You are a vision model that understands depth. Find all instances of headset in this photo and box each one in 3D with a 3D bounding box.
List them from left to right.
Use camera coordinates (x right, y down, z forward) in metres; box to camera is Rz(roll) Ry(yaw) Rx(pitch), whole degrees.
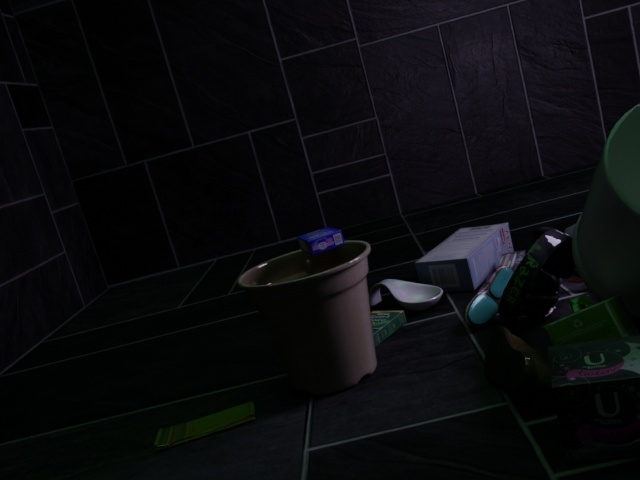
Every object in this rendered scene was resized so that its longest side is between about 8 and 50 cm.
[{"bbox_3d":[0.575,0.095,1.623,0.185,0.243,0.394,33,22,26],"label":"headset"}]

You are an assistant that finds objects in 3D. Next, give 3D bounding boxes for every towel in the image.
[{"bbox_3d":[-0.270,0.432,1.550,0.237,0.021,0.102,-16,12,-6],"label":"towel"}]

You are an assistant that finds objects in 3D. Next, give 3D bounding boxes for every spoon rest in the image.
[{"bbox_3d":[0.251,0.164,2.018,0.137,0.084,0.276,-24,13,-38],"label":"spoon rest"}]

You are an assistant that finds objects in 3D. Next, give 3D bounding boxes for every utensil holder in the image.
[{"bbox_3d":[0.696,-0.057,1.308,0.328,0.327,0.385,-14,-27,6],"label":"utensil holder"}]

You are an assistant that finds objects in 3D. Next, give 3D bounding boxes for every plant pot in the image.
[{"bbox_3d":[-0.003,0.195,1.622,0.334,0.305,0.334,-14,11,3],"label":"plant pot"}]

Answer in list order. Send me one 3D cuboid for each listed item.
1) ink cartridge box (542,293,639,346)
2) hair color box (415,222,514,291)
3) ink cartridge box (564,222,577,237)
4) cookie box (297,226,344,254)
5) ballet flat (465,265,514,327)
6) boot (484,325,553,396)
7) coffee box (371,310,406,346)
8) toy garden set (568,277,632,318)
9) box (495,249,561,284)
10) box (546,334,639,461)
[{"bbox_3d":[0.584,0.149,1.264,0.255,0.097,0.189,-32,-16,26],"label":"ink cartridge box"},{"bbox_3d":[0.484,0.054,2.176,0.185,0.113,0.374,-7,14,37],"label":"hair color box"},{"bbox_3d":[0.890,-0.038,1.917,0.273,0.114,0.198,-17,-10,-6],"label":"ink cartridge box"},{"bbox_3d":[0.000,0.000,1.679,0.092,0.040,0.107,-18,11,-14],"label":"cookie box"},{"bbox_3d":[0.442,0.158,1.754,0.221,0.077,0.079,-48,0,-29],"label":"ballet flat"},{"bbox_3d":[0.419,0.258,1.355,0.115,0.112,0.305,15,6,-3],"label":"boot"},{"bbox_3d":[0.147,0.248,1.845,0.113,0.040,0.184,-6,14,42],"label":"coffee box"},{"bbox_3d":[0.693,0.123,1.498,0.244,0.049,0.203,-14,48,11],"label":"toy garden set"},{"bbox_3d":[0.627,0.083,1.973,0.183,0.056,0.231,-11,11,24],"label":"box"},{"bbox_3d":[0.509,0.247,1.070,0.247,0.142,0.163,-12,11,18],"label":"box"}]
